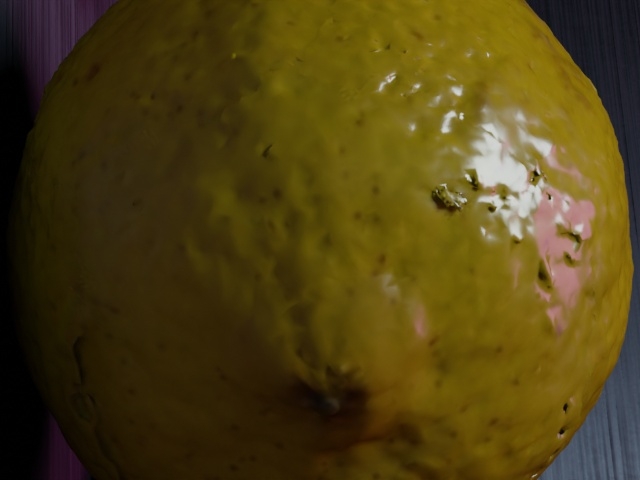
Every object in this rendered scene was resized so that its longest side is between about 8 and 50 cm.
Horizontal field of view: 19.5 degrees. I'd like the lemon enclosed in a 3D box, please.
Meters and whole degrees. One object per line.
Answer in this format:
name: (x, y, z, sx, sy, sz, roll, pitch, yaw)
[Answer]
lemon: (0.000, 0.001, 0.797, 0.293, 0.293, 0.293, -4, 90, -89)
